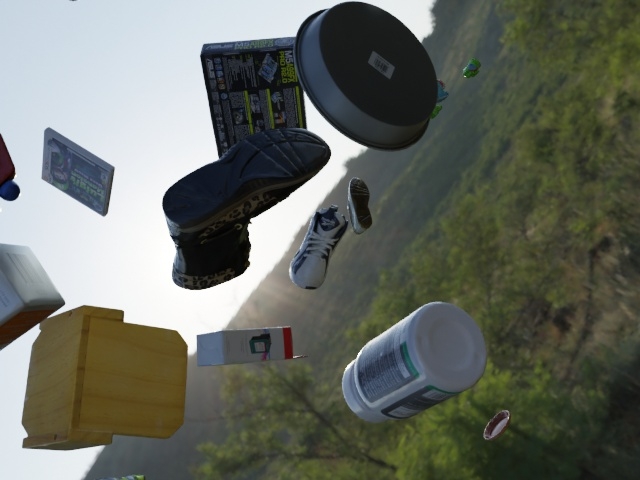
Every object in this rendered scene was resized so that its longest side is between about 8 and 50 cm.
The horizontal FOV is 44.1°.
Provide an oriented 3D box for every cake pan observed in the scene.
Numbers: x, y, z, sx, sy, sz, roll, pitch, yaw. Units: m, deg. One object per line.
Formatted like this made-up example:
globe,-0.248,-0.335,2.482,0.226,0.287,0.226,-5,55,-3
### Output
cake pan,0.091,-0.296,1.383,0.054,0.293,0.293,-36,16,50

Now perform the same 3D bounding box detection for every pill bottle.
pill bottle,0.204,0.297,1.835,0.361,0.204,0.204,-44,11,53

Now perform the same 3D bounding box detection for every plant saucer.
plant saucer,0.413,0.432,1.837,0.083,0.013,0.083,-49,5,6

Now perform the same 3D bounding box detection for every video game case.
video game case,-0.583,-0.161,1.894,0.022,0.190,0.173,-55,-6,-42

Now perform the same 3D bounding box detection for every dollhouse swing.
dollhouse swing,-0.576,0.386,2.136,0.315,0.304,0.347,-19,62,38

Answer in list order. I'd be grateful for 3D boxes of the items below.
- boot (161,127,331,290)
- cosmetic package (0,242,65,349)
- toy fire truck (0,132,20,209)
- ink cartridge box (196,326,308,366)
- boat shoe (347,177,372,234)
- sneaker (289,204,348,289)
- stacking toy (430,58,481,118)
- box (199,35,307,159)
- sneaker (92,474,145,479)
boot,-0.157,-0.059,1.624,0.377,0.138,0.284,-33,-23,-29
cosmetic package,-0.775,0.196,1.599,0.453,0.162,0.230,-35,-4,1
toy fire truck,-0.841,-0.133,1.830,0.302,0.254,0.169,-50,-2,-22
ink cartridge box,-0.158,0.247,1.849,0.134,0.230,0.078,-16,76,52
boat shoe,0.077,-0.073,1.681,0.045,0.050,0.135,127,150,-46
sneaker,0.000,0.000,1.873,0.235,0.094,0.153,-52,-18,-52
stacking toy,0.199,-0.286,1.559,0.221,0.052,0.167,-23,-13,-37
box,-0.142,-0.315,1.782,0.060,0.216,0.270,-92,-3,-53
sneaker,-0.389,0.572,1.433,0.111,0.121,0.300,-46,39,41
